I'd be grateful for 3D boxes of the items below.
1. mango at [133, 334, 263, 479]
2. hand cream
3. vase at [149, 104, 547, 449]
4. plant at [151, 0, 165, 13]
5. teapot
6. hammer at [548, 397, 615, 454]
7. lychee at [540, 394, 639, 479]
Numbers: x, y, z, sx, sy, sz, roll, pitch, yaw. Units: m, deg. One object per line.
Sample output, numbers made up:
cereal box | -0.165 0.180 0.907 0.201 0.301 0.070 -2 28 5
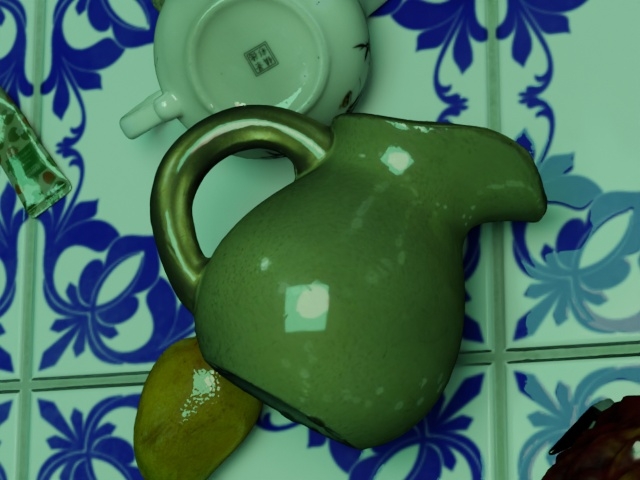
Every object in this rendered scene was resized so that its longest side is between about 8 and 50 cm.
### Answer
mango | -0.122 0.161 1.773 0.115 0.089 0.165 43 98 14
hand cream | -0.323 -0.103 1.944 0.057 0.037 0.165 -36 74 10
vase | 0.000 0.000 1.669 0.329 0.241 0.302 29 82 7
plant | -0.132 -0.276 1.865 0.104 0.122 0.116 -39 59 -4
teapot | -0.073 -0.180 1.805 0.299 0.166 0.208 -24 113 20
hammer | 0.173 0.336 1.615 0.044 0.152 0.427 24 98 20
lychee | 0.314 0.304 1.383 0.500 0.424 0.425 -6 75 2
